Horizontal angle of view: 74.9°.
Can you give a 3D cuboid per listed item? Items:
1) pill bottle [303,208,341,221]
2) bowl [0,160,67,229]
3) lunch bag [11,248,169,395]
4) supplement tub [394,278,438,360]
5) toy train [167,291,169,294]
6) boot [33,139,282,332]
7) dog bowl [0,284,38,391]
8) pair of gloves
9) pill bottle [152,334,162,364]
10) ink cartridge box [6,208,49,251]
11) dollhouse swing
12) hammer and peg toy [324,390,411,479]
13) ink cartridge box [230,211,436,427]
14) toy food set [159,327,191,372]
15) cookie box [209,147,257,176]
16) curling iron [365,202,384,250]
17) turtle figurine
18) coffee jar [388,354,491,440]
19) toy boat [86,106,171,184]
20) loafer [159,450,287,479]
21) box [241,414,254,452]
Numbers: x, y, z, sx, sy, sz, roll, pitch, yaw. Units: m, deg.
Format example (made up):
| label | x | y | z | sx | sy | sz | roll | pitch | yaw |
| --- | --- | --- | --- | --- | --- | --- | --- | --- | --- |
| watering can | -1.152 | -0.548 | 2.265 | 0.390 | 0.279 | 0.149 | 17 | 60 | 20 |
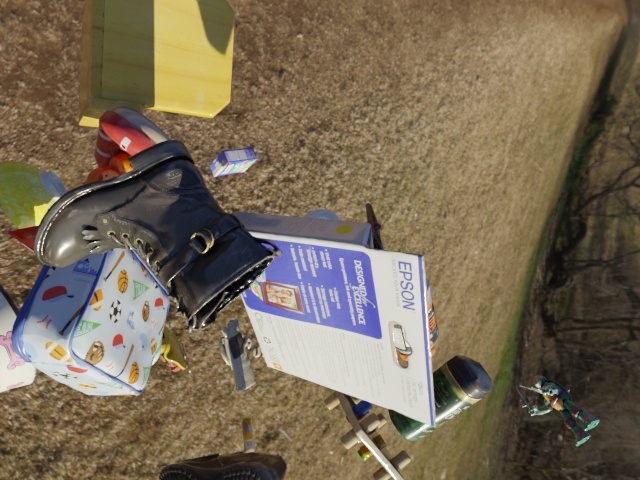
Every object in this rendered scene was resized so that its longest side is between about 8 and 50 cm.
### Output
| label | x | y | z | sx | sy | sz | roll | pitch | yaw |
| --- | --- | --- | --- | --- | --- | --- | --- | --- | --- |
| pill bottle | 0.000 | 0.000 | 1.787 | 0.323 | 0.182 | 0.181 | 96 | 4 | -74 |
| bowl | -1.025 | -0.170 | 1.515 | 0.156 | 0.289 | 0.289 | -26 | 108 | -11 |
| lunch bag | -0.371 | 0.129 | 0.733 | 0.303 | 0.115 | 0.243 | 90 | 3 | -57 |
| supplement tub | 0.206 | 0.179 | 0.965 | 0.117 | 0.117 | 0.190 | -42 | 125 | -42 |
| toy train | -0.604 | 0.243 | 1.390 | 0.105 | 0.248 | 0.143 | 81 | 2 | -60 |
| boot | -0.208 | 0.017 | 0.522 | 0.229 | 0.263 | 0.091 | 54 | 0 | 16 |
| dog bowl | -1.064 | 0.304 | 1.297 | 0.150 | 0.408 | 0.407 | -29 | 107 | -51 |
| pair of gloves | -0.216 | 0.322 | 1.291 | 0.240 | 0.042 | 0.204 | -27 | 100 | -59 |
| pill bottle | -0.499 | 0.219 | 1.129 | 0.146 | 0.146 | 0.264 | -24 | 141 | -47 |
| ink cartridge box | -0.809 | -0.019 | 1.379 | 0.261 | 0.296 | 0.066 | -24 | 137 | -60 |
| dollhouse swing | -0.420 | -0.459 | 1.057 | 0.305 | 0.315 | 0.346 | 1 | 93 | -34 |
| hammer and peg toy | 0.121 | 0.570 | 1.349 | 0.127 | 0.361 | 0.266 | -37 | 111 | -4 |
| ink cartridge box | 0.019 | 0.108 | 0.614 | 0.072 | 0.307 | 0.303 | -49 | 137 | -46 |
| toy food set | -0.492 | 0.368 | 1.354 | 0.071 | 0.218 | 0.128 | -22 | 61 | -12 |
| cookie box | -0.254 | -0.228 | 1.218 | 0.107 | 0.092 | 0.040 | -18 | 83 | -42 |
| curling iron | 0.136 | -0.036 | 1.060 | 0.274 | 0.035 | 0.068 | -82 | 157 | -63 |
| turtle figurine | 0.709 | 0.488 | 1.271 | 0.118 | 0.234 | 0.175 | -29 | 129 | -11 |
| coffee jar | 0.219 | 0.287 | 0.766 | 0.096 | 0.184 | 0.079 | 23 | 28 | -48 |
| toy boat | -0.375 | -0.138 | 0.791 | 0.151 | 0.231 | 0.151 | 39 | 55 | -13 |
| loafer | -0.221 | 0.556 | 0.950 | 0.130 | 0.366 | 0.133 | 6 | 69 | -58 |
| box | -0.195 | 0.517 | 1.126 | 0.028 | 0.136 | 0.081 | -7 | 72 | -10 |
